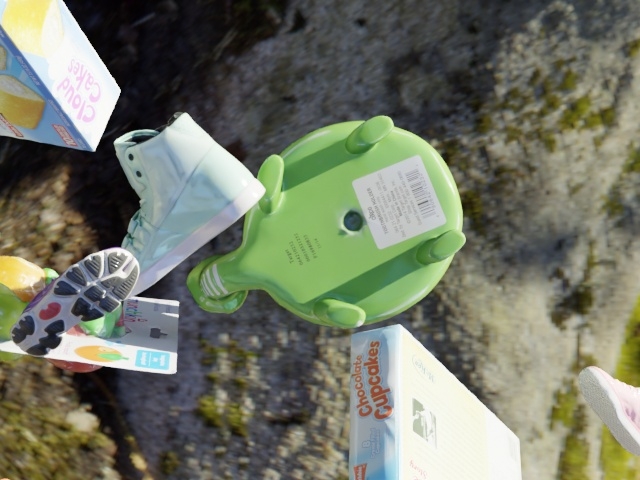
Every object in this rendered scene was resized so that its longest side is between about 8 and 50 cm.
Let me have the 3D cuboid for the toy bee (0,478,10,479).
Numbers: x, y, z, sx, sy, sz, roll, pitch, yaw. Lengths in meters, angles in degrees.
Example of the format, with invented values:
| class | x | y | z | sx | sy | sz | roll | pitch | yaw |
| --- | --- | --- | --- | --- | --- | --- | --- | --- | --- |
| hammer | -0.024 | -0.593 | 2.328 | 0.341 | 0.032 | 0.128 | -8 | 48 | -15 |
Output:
| class | x | y | z | sx | sy | sz | roll | pitch | yaw |
| --- | --- | --- | --- | --- | --- | --- | --- | --- | --- |
| toy bee | -0.282 | 0.322 | 1.370 | 0.195 | 0.298 | 0.162 | 11 | 93 | 19 |

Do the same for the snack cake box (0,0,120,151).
| class | x | y | z | sx | sy | sz | roll | pitch | yaw |
| --- | --- | --- | --- | --- | --- | --- | --- | --- | --- |
| snack cake box | -0.340 | -0.209 | 1.466 | 0.152 | 0.264 | 0.089 | 9 | 65 | 22 |

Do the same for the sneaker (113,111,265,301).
| class | x | y | z | sx | sy | sz | roll | pitch | yaw |
| --- | --- | --- | --- | --- | --- | --- | --- | --- | --- |
| sneaker | -0.195 | -0.041 | 1.545 | 0.151 | 0.256 | 0.094 | 49 | 29 | -6 |

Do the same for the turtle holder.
| class | x | y | z | sx | sy | sz | roll | pitch | yaw |
| --- | --- | --- | --- | --- | --- | --- | --- | --- | --- |
| turtle holder | 0.018 | 0.007 | 1.656 | 0.243 | 0.227 | 0.320 | 38 | 88 | 2 |

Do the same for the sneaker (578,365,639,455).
| class | x | y | z | sx | sy | sz | roll | pitch | yaw |
| --- | --- | --- | --- | --- | --- | --- | --- | --- | --- |
| sneaker | 0.358 | 0.183 | 1.611 | 0.070 | 0.051 | 0.134 | -45 | 111 | -21 |

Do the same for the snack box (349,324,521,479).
| class | x | y | z | sx | sy | sz | roll | pitch | yaw |
| --- | --- | --- | --- | --- | --- | --- | --- | --- | --- |
| snack box | 0.126 | 0.237 | 1.398 | 0.322 | 0.060 | 0.187 | 45 | 39 | -48 |

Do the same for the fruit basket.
| class | x | y | z | sx | sy | sz | roll | pitch | yaw |
| --- | --- | --- | --- | --- | --- | --- | --- | --- | --- |
| fruit basket | -0.346 | 0.079 | 1.658 | 0.353 | 0.327 | 0.166 | 3 | 101 | -5 |

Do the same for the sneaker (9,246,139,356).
| class | x | y | z | sx | sy | sz | roll | pitch | yaw |
| --- | --- | --- | --- | --- | --- | --- | --- | --- | --- |
| sneaker | -0.265 | 0.052 | 1.454 | 0.170 | 0.071 | 0.068 | -33 | 120 | 21 |
